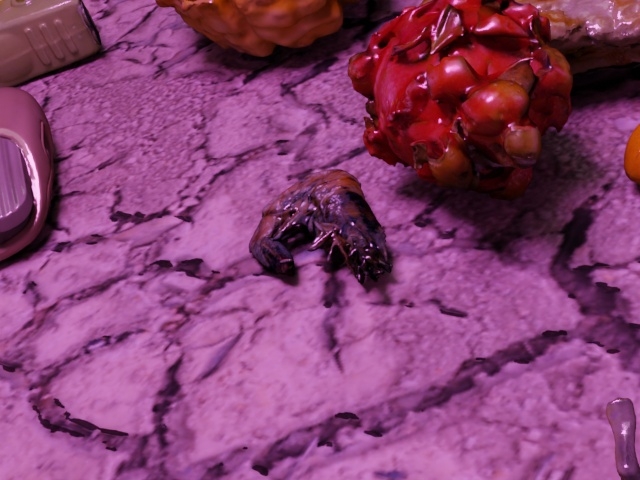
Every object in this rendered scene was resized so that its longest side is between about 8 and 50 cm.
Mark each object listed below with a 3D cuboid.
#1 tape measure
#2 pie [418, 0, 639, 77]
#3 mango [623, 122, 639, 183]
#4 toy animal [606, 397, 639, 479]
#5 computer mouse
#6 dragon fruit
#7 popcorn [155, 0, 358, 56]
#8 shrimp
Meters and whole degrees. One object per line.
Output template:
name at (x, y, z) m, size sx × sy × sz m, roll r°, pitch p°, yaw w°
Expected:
tape measure at (-0.318, -0.215, 1.180) m, size 0.177 × 0.087 × 0.154 m, roll -21°, pitch 46°, yaw -1°
pie at (0.188, -0.174, 0.878) m, size 0.248 × 0.090 × 0.201 m, roll -2°, pitch 33°, yaw 22°
mango at (0.230, -0.065, 0.746) m, size 0.089 × 0.046 × 0.060 m, roll -34°, pitch 37°, yaw -14°
toy animal at (0.153, 0.110, 0.496) m, size 0.219 × 0.095 × 0.155 m, roll 0°, pitch 42°, yaw 24°
computer mouse at (-0.290, -0.058, 0.954) m, size 0.145 × 0.082 × 0.236 m, roll -18°, pitch 33°, yaw 0°
dragon fruit at (0.095, -0.089, 0.747) m, size 0.133 × 0.150 × 0.208 m, roll -13°, pitch 21°, yaw -5°
popcorn at (-0.048, -0.272, 1.048) m, size 0.250 × 0.190 × 0.250 m, roll -8°, pitch 40°, yaw 7°
shrimp at (0.000, 0.000, 0.784) m, size 0.091 × 0.034 × 0.161 m, roll -33°, pitch 28°, yaw 0°
